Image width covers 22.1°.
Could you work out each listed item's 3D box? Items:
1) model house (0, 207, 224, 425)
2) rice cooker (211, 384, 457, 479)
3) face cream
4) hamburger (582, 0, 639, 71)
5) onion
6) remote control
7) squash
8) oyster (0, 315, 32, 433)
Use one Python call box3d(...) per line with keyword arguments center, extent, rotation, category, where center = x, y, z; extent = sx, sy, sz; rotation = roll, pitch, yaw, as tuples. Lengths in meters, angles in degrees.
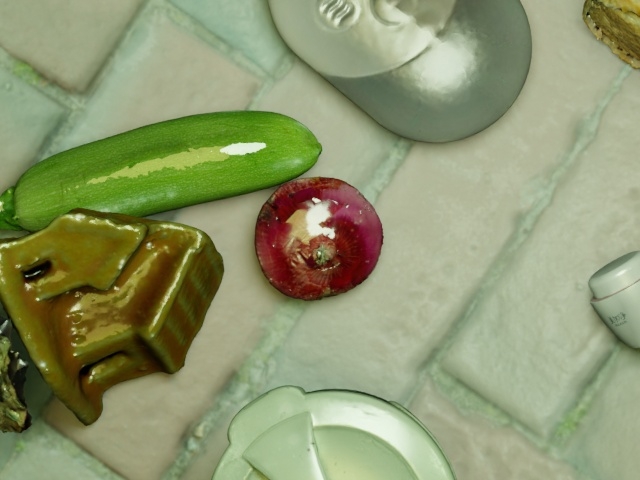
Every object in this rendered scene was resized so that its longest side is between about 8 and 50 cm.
box3d(center=(-0.226, 0.056, 1.829), extent=(0.239, 0.268, 0.173), rotation=(-23, 65, -1), category="model house")
box3d(center=(0.015, 0.291, 1.767), extent=(0.288, 0.277, 0.288), rotation=(0, 84, 3), category="rice cooker")
box3d(center=(0.358, 0.067, 1.862), extent=(0.091, 0.091, 0.095), rotation=(-31, 92, 0), category="face cream")
box3d(center=(0.413, -0.285, 1.825), extent=(0.260, 0.245, 0.211), rotation=(40, 99, 43), category="hamburger")
box3d(center=(0.000, 0.000, 1.856), extent=(0.150, 0.140, 0.150), rotation=(0, 93, -5), category="onion")
box3d(center=(0.091, -0.258, 1.891), extent=(0.332, 0.103, 0.221), rotation=(40, 91, 3), category="remote control")
box3d(center=(-0.195, -0.080, 1.889), extent=(0.395, 0.107, 0.107), rotation=(-13, 85, 3), category="squash")
box3d(center=(-0.397, 0.131, 1.825), extent=(0.092, 0.260, 0.198), rotation=(-22, 95, -26), category="oyster")
